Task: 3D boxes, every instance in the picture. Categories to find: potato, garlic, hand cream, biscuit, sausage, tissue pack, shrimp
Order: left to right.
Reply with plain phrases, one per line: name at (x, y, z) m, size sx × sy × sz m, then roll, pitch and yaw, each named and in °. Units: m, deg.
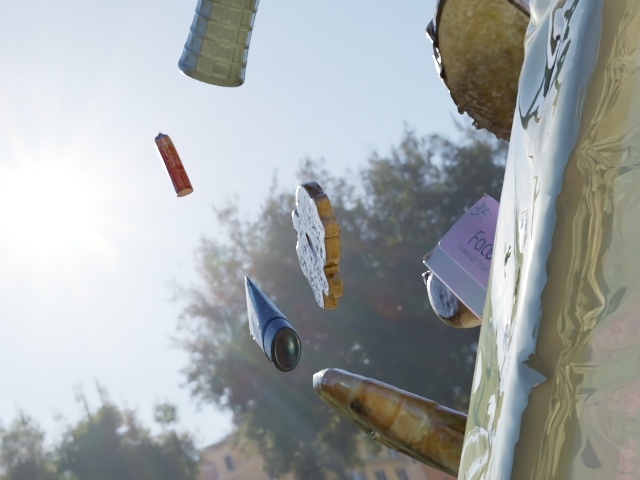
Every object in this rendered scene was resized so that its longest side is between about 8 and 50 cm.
sausage at (-0.265, -0.140, 1.923) m, size 0.034 × 0.129 × 0.034 m, roll -22°, pitch -16°, yaw -7°
hand cream at (-0.099, 0.158, 1.998) m, size 0.061 × 0.120 × 0.270 m, roll -10°, pitch 17°, yaw -15°
biscuit at (0.000, 0.000, 1.551) m, size 0.036 × 0.166 × 0.225 m, roll -15°, pitch -39°, yaw -12°
shrimp at (0.124, 0.193, 0.966) m, size 0.058 × 0.296 × 0.169 m, roll -60°, pitch -22°, yaw -15°
garlic at (0.246, 0.099, 1.859) m, size 0.087 × 0.101 × 0.195 m, roll -15°, pitch 7°, yaw -18°
potato at (0.179, -0.176, 1.027) m, size 0.261 × 0.100 × 0.120 m, roll 33°, pitch -60°, yaw -30°
tissue pack at (0.225, 0.083, 0.975) m, size 0.092 × 0.148 × 0.246 m, roll -46°, pitch -66°, yaw 4°
tissue pack at (0.248, 0.080, 0.549) m, size 0.332 × 0.404 × 0.205 m, roll 7°, pitch 8°, yaw 0°

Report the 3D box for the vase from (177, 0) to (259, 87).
vase at (-0.140, -0.399, 1.695) m, size 0.143 × 0.143 × 0.298 m, roll -1°, pitch -63°, yaw -42°
